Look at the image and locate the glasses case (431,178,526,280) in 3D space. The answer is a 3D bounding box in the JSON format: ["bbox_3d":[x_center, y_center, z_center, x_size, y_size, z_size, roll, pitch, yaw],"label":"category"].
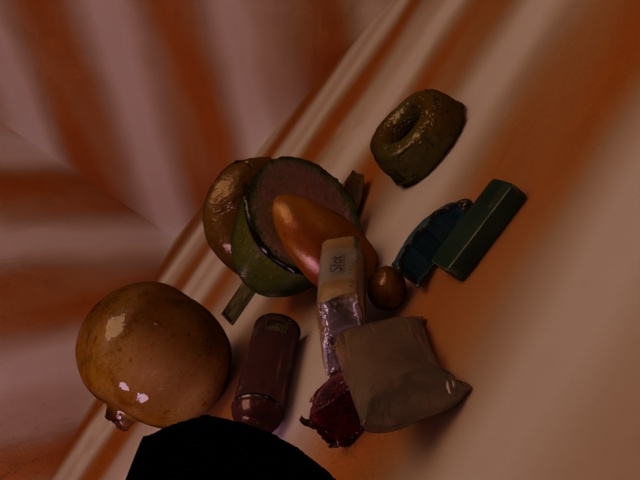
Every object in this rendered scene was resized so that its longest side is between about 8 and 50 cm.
[{"bbox_3d":[0.271,-0.020,1.166,0.184,0.039,0.078,-53,18,2],"label":"glasses case"}]

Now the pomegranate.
[{"bbox_3d":[-0.442,0.313,1.788,0.416,0.417,0.416,-46,19,22],"label":"pomegranate"}]

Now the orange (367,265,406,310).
[{"bbox_3d":[0.125,0.090,1.272,0.085,0.085,0.085,-46,19,22],"label":"orange"}]

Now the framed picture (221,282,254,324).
[{"bbox_3d":[-0.234,0.156,2.150,0.231,0.010,0.173,-56,18,-5],"label":"framed picture"}]

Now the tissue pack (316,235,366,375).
[{"bbox_3d":[0.042,0.121,1.285,0.222,0.090,0.186,-83,-10,-58],"label":"tissue pack"}]

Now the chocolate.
[{"bbox_3d":[-0.142,0.457,0.849,0.331,0.384,0.383,-56,17,13],"label":"chocolate"}]

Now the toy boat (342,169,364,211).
[{"bbox_3d":[0.074,-0.101,1.777,0.072,0.065,0.206,121,171,-49],"label":"toy boat"}]

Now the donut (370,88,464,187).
[{"bbox_3d":[0.221,-0.254,1.618,0.272,0.107,0.272,-46,22,24],"label":"donut"}]

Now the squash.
[{"bbox_3d":[-0.105,-0.004,1.673,0.309,0.310,0.310,-37,24,52],"label":"squash"}]

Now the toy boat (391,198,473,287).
[{"bbox_3d":[0.208,-0.001,1.229,0.185,0.075,0.077,-51,15,-7],"label":"toy boat"}]

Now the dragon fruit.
[{"bbox_3d":[0.043,0.262,1.135,0.147,0.102,0.096,-40,28,11],"label":"dragon fruit"}]

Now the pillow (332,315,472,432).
[{"bbox_3d":[0.116,0.194,1.042,0.174,0.067,0.270,-10,21,-7],"label":"pillow"}]

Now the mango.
[{"bbox_3d":[0.000,0.000,1.453,0.138,0.257,0.187,-39,23,39],"label":"mango"}]

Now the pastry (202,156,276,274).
[{"bbox_3d":[-0.159,-0.065,1.883,0.164,0.356,0.356,7,62,58],"label":"pastry"}]

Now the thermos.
[{"bbox_3d":[-0.128,0.314,1.440,0.136,0.110,0.330,-42,22,32],"label":"thermos"}]
